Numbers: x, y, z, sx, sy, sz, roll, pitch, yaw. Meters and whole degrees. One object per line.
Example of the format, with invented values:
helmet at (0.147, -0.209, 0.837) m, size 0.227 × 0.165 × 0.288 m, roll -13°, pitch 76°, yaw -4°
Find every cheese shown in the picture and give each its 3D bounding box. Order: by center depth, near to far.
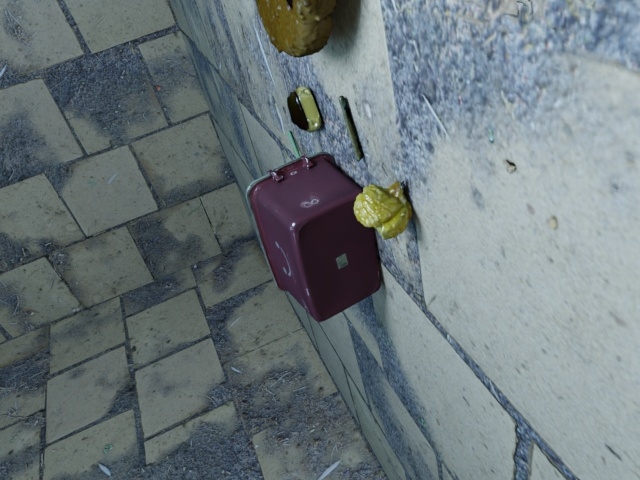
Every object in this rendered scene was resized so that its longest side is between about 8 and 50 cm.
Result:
cheese at (-0.038, -0.251, 1.004) m, size 0.086 × 0.036 × 0.162 m, roll 66°, pitch 170°, yaw -10°

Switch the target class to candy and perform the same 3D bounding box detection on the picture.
candy at (-0.048, -0.183, 1.190) m, size 0.058 × 0.062 × 0.193 m, roll 10°, pitch -127°, yaw -47°

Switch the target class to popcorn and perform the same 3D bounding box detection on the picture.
popcorn at (0.095, -0.051, 0.708) m, size 0.084 × 0.084 × 0.084 m, roll 157°, pitch 90°, yaw -79°

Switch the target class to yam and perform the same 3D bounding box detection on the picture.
yam at (0.049, -0.176, 0.798) m, size 0.014 × 0.014 × 0.107 m, roll -140°, pitch 28°, yaw -67°

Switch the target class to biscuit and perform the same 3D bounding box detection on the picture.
biscuit at (-0.042, -0.381, 0.646) m, size 0.296 × 0.075 × 0.295 m, roll 162°, pitch 90°, yaw -78°

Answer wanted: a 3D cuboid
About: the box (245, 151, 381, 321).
box at (0.000, 0.000, 0.968) m, size 0.167 × 0.193 × 0.294 m, roll 42°, pitch 154°, yaw 47°
